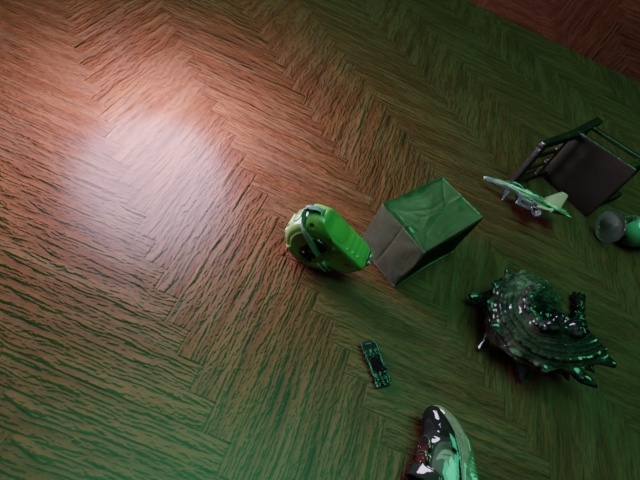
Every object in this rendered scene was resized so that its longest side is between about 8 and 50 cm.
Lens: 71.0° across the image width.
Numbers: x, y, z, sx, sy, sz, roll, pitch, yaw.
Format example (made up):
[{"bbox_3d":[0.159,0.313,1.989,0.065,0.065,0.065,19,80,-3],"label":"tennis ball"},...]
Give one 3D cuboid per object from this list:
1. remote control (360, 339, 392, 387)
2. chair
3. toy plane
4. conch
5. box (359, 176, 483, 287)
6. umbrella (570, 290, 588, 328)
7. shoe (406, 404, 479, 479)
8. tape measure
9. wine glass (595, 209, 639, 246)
[{"bbox_3d":[0.109,0.246,0.895,0.039,0.014,0.096,-6,58,-25],"label":"remote control"},{"bbox_3d":[0.828,-0.215,1.412,0.415,0.203,0.241,-24,64,-35],"label":"chair"},{"bbox_3d":[0.608,-0.125,1.337,0.261,0.088,0.192,18,18,17],"label":"toy plane"},{"bbox_3d":[0.486,0.192,0.997,0.240,0.186,0.313,-20,44,-39],"label":"conch"},{"bbox_3d":[0.234,-0.026,1.066,0.231,0.149,0.155,-24,66,-34],"label":"box"},{"bbox_3d":[0.655,0.186,1.138,0.040,0.037,0.144,38,45,-7],"label":"umbrella"},{"bbox_3d":[0.202,0.401,0.762,0.111,0.099,0.228,-5,56,-15],"label":"shoe"},{"bbox_3d":[0.000,0.000,0.953,0.177,0.153,0.088,48,48,-21],"label":"tape measure"},{"bbox_3d":[0.979,-0.029,1.392,0.230,0.103,0.103,6,52,-21],"label":"wine glass"}]
